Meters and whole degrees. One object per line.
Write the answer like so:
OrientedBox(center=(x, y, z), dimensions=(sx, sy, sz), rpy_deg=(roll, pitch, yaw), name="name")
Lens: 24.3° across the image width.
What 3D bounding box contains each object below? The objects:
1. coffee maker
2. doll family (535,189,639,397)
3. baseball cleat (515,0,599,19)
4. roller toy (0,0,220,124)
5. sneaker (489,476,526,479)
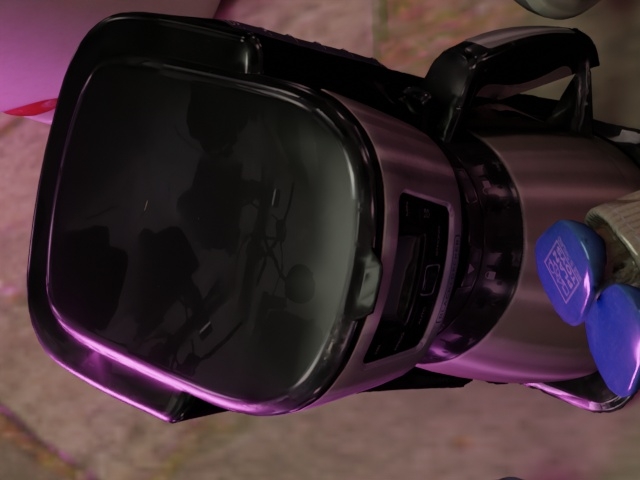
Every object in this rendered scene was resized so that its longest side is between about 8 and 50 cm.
OrientedBox(center=(0.000, 0.000, 0.462), dimensions=(0.171, 0.178, 0.120), rpy_deg=(-12, 79, 40), name="coffee maker")
OrientedBox(center=(0.177, 0.044, 0.327), dimensions=(0.118, 0.163, 0.263), rpy_deg=(103, 145, -63), name="doll family")
OrientedBox(center=(0.079, -0.174, 0.486), dimensions=(0.109, 0.072, 0.206), rpy_deg=(17, 90, 48), name="baseball cleat")
OrientedBox(center=(-0.140, -0.144, 0.612), dimensions=(0.191, 0.146, 0.209), rpy_deg=(-50, 59, 28), name="roller toy")
OrientedBox(center=(0.095, 0.158, 0.392), dimensions=(0.283, 0.110, 0.122), rpy_deg=(36, 103, 52), name="sneaker")
